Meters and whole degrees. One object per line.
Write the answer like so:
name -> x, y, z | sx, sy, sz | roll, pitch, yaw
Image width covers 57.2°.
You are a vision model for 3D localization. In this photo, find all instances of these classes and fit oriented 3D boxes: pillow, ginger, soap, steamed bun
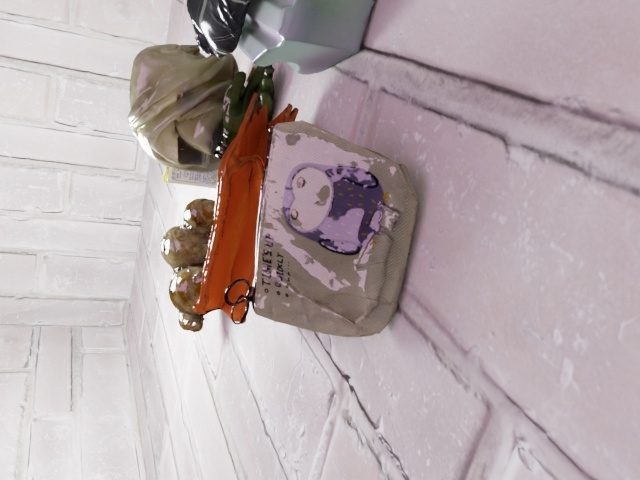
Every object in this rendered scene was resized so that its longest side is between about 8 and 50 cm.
pillow -> -0.174, -0.477, 1.083 | 0.335, 0.092, 0.162 | -39, 73, 57
ginger -> -0.360, 0.075, 1.688 | 0.256, 0.176, 0.376 | -18, 68, 47
soap -> -0.059, -0.474, 1.142 | 0.446, 0.156, 0.262 | -127, 48, -55
steamed bun -> -0.310, -0.326, 1.543 | 0.346, 0.394, 0.237 | -45, 60, -1

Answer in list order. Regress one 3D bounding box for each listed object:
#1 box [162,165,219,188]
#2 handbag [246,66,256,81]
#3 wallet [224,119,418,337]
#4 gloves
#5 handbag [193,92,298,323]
box -> -0.394, -0.302, 1.839 | 0.097, 0.168, 0.265 | -159, 74, -68
handbag -> -0.168, -0.401, 1.522 | 0.061, 0.027, 0.083 | -47, 46, 52
wallet -> 0.000, -0.001, 0.876 | 0.274, 0.068, 0.336 | 15, 104, 22
gloves -> -0.176, -0.308, 1.419 | 0.268, 0.135, 0.107 | -60, 7, 22
handbag -> -0.155, -0.057, 1.204 | 0.304, 0.116, 0.410 | -85, 11, -52
